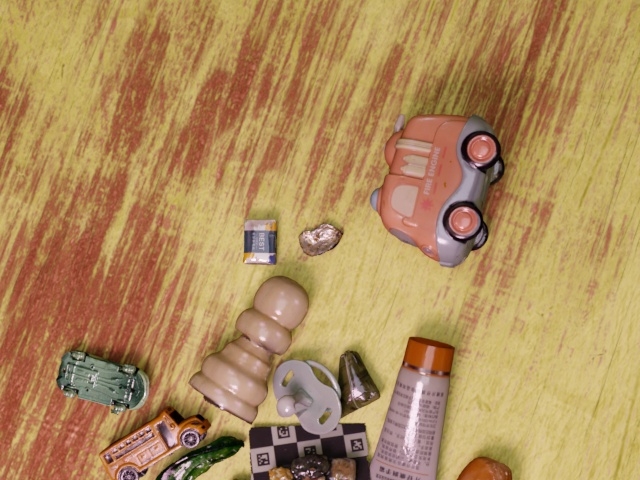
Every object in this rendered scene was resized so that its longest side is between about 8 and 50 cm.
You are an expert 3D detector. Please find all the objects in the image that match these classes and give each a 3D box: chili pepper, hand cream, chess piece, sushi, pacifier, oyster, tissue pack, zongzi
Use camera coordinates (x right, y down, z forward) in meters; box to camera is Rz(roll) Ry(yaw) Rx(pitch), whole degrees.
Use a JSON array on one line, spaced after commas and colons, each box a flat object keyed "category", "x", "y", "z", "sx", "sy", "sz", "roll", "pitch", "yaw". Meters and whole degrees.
[{"category": "chili pepper", "x": -0.251, "y": 0.460, "z": 1.686, "sx": 0.122, "sy": 0.065, "sz": 0.279, "roll": 30, "pitch": 95, "yaw": -16}, {"category": "hand cream", "x": 0.170, "y": 0.333, "z": 1.658, "sx": 0.139, "sy": 0.089, "sz": 0.314, "roll": 16, "pitch": 91, "yaw": 18}, {"category": "chess piece", "x": -0.110, "y": 0.185, "z": 1.666, "sx": 0.143, "sy": 0.143, "sz": 0.261, "roll": 33, "pitch": 83, "yaw": 5}, {"category": "sushi", "x": -0.017, "y": 0.410, "z": 1.640, "sx": 0.215, "sy": 0.050, "sz": 0.192, "roll": -3, "pitch": 65, "yaw": -3}, {"category": "pacifier", "x": -0.032, "y": 0.279, "z": 1.651, "sx": 0.150, "sy": 0.116, "sz": 0.127, "roll": 49, "pitch": 117, "yaw": 15}, {"category": "oyster", "x": 0.003, "y": -0.002, "z": 1.722, "sx": 0.083, "sy": 0.019, "sz": 0.054, "roll": -20, "pitch": 84, "yaw": 4}, {"category": "tissue pack", "x": -0.111, "y": 0.003, "z": 1.716, "sx": 0.062, "sy": 0.042, "sz": 0.083, "roll": 1, "pitch": 86, "yaw": 6}, {"category": "zongzi", "x": 0.039, "y": 0.265, "z": 1.694, "sx": 0.113, "sy": 0.052, "sz": 0.104, "roll": -31, "pitch": 77, "yaw": 14}]

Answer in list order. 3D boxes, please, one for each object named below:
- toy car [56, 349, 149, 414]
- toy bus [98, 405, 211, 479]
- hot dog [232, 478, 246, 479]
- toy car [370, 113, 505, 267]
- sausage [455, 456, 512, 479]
[{"category": "toy car", "x": -0.395, "y": 0.260, "z": 1.709, "sx": 0.186, "sy": 0.058, "sz": 0.093, "roll": 12, "pitch": 88, "yaw": 16}, {"category": "toy bus", "x": -0.297, "y": 0.364, "z": 1.683, "sx": 0.194, "sy": 0.083, "sz": 0.088, "roll": -32, "pitch": 87, "yaw": 1}, {"category": "hot dog", "x": -0.164, "y": 0.558, "z": 1.669, "sx": 0.115, "sy": 0.072, "sz": 0.269, "roll": 19, "pitch": 86, "yaw": 2}, {"category": "toy car", "x": 0.202, "y": -0.096, "z": 1.646, "sx": 0.212, "sy": 0.180, "sz": 0.270, "roll": 13, "pitch": 87, "yaw": 14}, {"category": "sausage", "x": 0.247, "y": 0.507, "z": 1.636, "sx": 0.105, "sy": 0.105, "sz": 0.274, "roll": 29, "pitch": 89, "yaw": 4}]
